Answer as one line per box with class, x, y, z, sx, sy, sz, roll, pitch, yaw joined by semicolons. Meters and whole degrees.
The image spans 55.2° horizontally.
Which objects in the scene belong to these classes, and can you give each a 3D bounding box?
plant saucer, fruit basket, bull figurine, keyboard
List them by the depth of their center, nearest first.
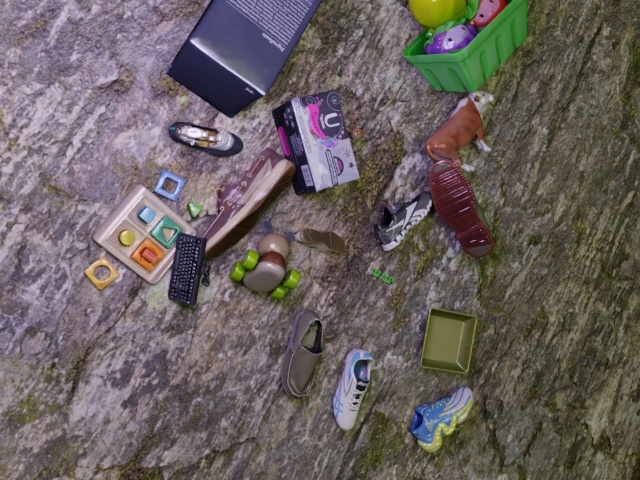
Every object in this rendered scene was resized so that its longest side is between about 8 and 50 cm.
keyboard;-0.327;0.076;1.546;0.108;0.023;0.180;14;103;9
fruit basket;0.407;-0.677;1.824;0.392;0.283;0.392;-12;110;-35
bull figurine;0.449;-0.332;1.915;0.310;0.101;0.188;-43;109;-19
plant saucer;0.393;0.313;1.922;0.188;0.045;0.189;13;85;-24

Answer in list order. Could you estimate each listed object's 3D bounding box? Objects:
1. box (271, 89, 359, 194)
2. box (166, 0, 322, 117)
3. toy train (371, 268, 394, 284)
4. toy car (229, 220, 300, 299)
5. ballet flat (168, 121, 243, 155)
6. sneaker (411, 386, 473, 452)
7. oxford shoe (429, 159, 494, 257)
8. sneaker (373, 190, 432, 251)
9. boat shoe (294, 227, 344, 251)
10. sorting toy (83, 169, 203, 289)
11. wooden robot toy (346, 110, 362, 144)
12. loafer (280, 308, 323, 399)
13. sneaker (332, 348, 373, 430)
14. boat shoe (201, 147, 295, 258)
box;-0.012;-0.264;1.666;0.142;0.163;0.247;-20;99;-22
box;-0.173;-0.545;1.520;0.212;0.293;0.396;32;77;-21
toy train;0.188;0.110;1.842;0.083;0.017;0.024;28;88;-23
toy car;-0.135;0.037;1.651;0.155;0.149;0.188;27;52;-20
ballet flat;-0.290;-0.264;1.588;0.203;0.074;0.074;10;86;-25
sneaker;0.370;0.530;1.888;0.126;0.091;0.240;44;74;-18
oxford shoe;0.430;-0.111;1.899;0.123;0.130;0.348;-19;116;21
sneaker;0.245;-0.081;1.834;0.234;0.078;0.106;-47;111;-15
boat shoe;-0.001;0.002;1.744;0.153;0.048;0.056;12;73;-31
sorting toy;-0.436;-0.013;1.533;0.196;0.047;0.348;42;74;-19
wooden robot toy;0.083;-0.301;1.757;0.076;0.079;0.173;28;78;-23
loafer;-0.046;0.317;1.693;0.094;0.087;0.251;9;86;-25
sneaker;0.095;0.432;1.763;0.085;0.086;0.237;14;86;-26
boat shoe;-0.217;-0.105;1.613;0.123;0.123;0.342;40;84;11
